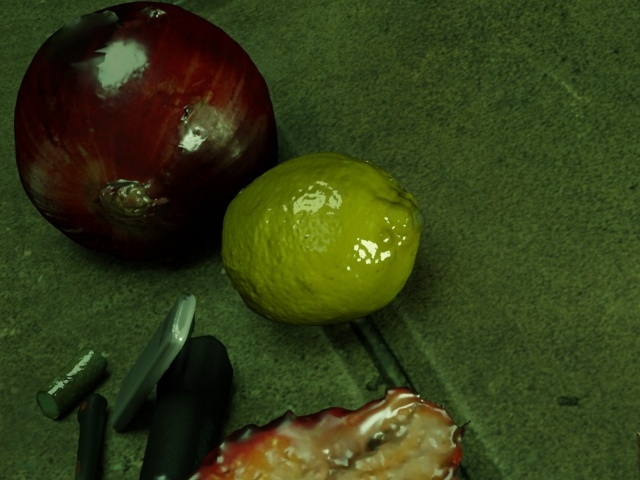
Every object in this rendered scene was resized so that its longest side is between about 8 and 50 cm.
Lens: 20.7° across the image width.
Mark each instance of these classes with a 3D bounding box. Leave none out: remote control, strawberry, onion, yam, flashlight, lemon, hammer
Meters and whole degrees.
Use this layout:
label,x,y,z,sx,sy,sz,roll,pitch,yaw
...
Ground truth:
label,x,y,z,sx,sy,sz,roll,pitch,yaw
remote control,-0.186,0.140,1.967,0.029,0.261,0.067,20,56,-12
strawberry,-0.003,0.280,1.784,0.253,0.150,0.280,18,53,14
onion,-0.222,-0.152,2.213,0.341,0.341,0.341,-14,43,13
yam,-0.300,0.171,2.109,0.094,0.043,0.043,-44,45,-19
flashlight,-0.159,0.280,1.895,0.103,0.103,0.424,-9,43,19
lemon,0.000,0.000,2.021,0.260,0.204,0.204,-13,43,25
hammer,-0.266,0.284,1.970,0.111,0.033,0.287,-41,30,26

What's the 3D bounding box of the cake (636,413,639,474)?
label,x,y,z,sx,sy,sz,roll,pitch,yaw
cake,0.426,0.233,1.651,0.287,0.098,0.135,8,50,38
